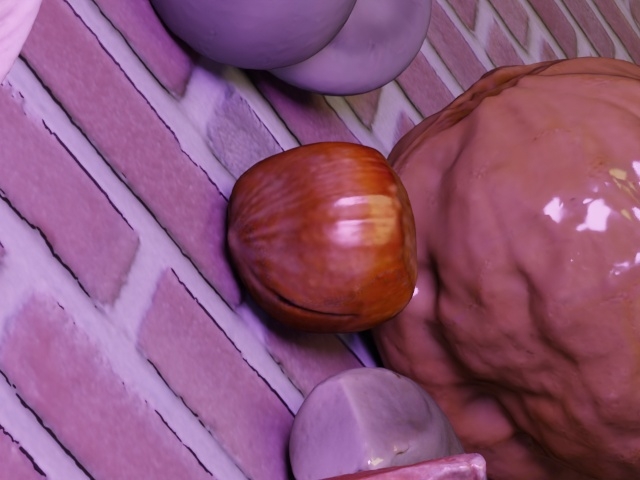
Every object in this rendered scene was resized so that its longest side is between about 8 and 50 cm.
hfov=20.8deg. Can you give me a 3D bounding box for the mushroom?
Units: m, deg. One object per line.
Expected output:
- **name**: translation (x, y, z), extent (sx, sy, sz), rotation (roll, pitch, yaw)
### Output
- **mushroom**: translation (0.066, 0.169, 1.325), extent (0.270, 0.103, 0.118), rotation (34, 38, -54)

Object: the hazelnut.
- **hazelnut**: translation (0.000, 0.000, 1.339), extent (0.150, 0.150, 0.150), rotation (42, 33, -36)

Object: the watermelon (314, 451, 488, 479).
- **watermelon**: translation (-0.040, 0.193, 0.966), extent (0.283, 0.292, 0.250), rotation (27, 7, -40)

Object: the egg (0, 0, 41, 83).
- **egg**: translation (-0.261, -0.083, 0.836), extent (0.271, 0.206, 0.162), rotation (-10, 100, -23)

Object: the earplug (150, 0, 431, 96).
- **earplug**: translation (-0.014, -0.232, 1.452), extent (0.325, 0.175, 0.214), rotation (-2, 70, -62)

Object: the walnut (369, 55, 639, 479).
- **walnut**: translation (0.219, 0.030, 1.469), extent (0.383, 0.383, 0.383), rotation (42, 33, -36)
